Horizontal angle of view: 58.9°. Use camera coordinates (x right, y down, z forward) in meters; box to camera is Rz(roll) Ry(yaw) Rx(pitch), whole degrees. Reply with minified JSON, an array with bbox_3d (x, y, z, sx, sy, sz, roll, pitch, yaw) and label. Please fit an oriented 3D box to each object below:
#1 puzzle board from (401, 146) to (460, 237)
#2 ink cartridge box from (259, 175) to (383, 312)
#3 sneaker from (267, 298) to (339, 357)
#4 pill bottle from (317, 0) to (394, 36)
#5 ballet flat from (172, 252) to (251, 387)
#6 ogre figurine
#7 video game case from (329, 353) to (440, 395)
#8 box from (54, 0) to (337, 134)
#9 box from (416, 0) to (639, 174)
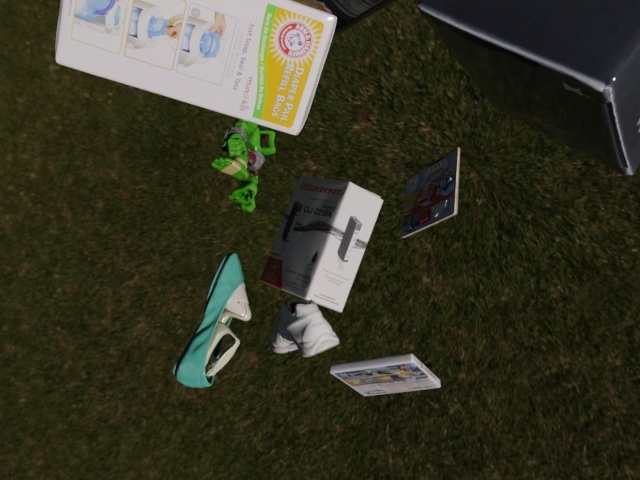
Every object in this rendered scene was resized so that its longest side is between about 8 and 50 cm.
[{"bbox_3d":[0.150,-0.064,0.793,0.011,0.128,0.096,14,71,-22],"label":"puzzle board"},{"bbox_3d":[0.000,0.000,1.289,0.197,0.114,0.273,14,81,52],"label":"ink cartridge box"},{"bbox_3d":[-0.026,0.097,0.657,0.054,0.152,0.061,-20,89,-26],"label":"sneaker"},{"bbox_3d":[0.054,-0.374,0.768,0.246,0.130,0.130,-13,94,45],"label":"pill bottle"},{"bbox_3d":[-0.173,0.147,1.009,0.087,0.083,0.247,20,80,11],"label":"ballet flat"},{"bbox_3d":[-0.131,-0.146,0.996,0.097,0.197,0.118,-3,58,22],"label":"ogre figurine"},{"bbox_3d":[0.151,0.313,1.308,0.201,0.183,0.023,-14,53,26],"label":"video game case"},{"bbox_3d":[-0.100,-0.181,0.488,0.203,0.114,0.103,15,115,-12],"label":"box"},{"bbox_3d":[0.335,-0.311,0.582,0.212,0.293,0.395,38,101,30],"label":"box"}]
